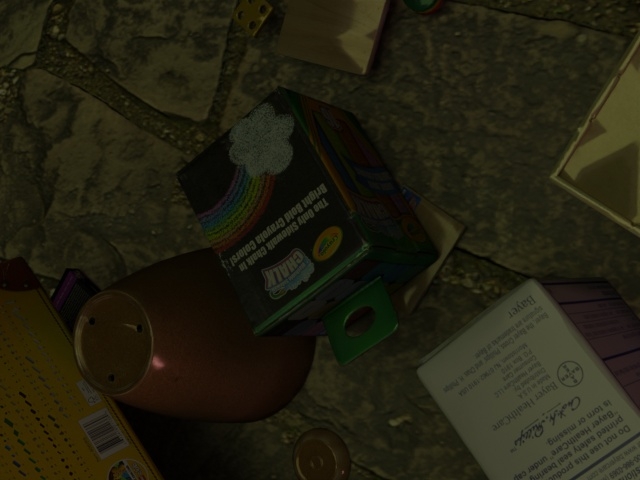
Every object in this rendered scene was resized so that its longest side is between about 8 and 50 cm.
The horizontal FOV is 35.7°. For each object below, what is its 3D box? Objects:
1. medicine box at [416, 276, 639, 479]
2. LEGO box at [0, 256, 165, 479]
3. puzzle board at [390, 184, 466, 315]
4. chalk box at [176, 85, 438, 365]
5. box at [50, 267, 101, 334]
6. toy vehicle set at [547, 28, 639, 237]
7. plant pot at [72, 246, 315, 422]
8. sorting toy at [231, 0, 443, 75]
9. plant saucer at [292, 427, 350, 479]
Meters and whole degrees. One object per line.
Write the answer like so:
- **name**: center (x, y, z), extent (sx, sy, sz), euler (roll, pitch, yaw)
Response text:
- **medicine box**: center (0.271, 0.188, 0.952), extent (0.149, 0.263, 0.289), euler (-41, 70, 22)
- **LEGO box**: center (-0.356, 0.334, 1.243), extent (0.500, 0.193, 0.372), euler (52, 143, 20)
- **puzzle board**: center (0.105, 0.011, 1.194), extent (0.096, 0.011, 0.128), euler (37, 105, 26)
- **chalk box**: center (0.000, 0.000, 1.148), extent (0.180, 0.179, 0.289), euler (-37, 69, 23)
- **box**: center (-0.331, 0.132, 1.419), extent (0.162, 0.029, 0.116), euler (40, 107, 25)
- **toy vehicle set**: center (0.351, -0.054, 0.857), extent (0.267, 0.035, 0.166), euler (38, 105, 26)
- **plant pot**: center (-0.169, 0.115, 1.204), extent (0.237, 0.254, 0.237), euler (-2, 86, 29)
- **sorting toy**: center (0.018, -0.281, 1.232), extent (0.274, 0.046, 0.132), euler (19, 97, 28)
- **plant saucer**: center (-0.003, 0.277, 1.240), extent (0.083, 0.015, 0.083), euler (-1, 87, 29)
